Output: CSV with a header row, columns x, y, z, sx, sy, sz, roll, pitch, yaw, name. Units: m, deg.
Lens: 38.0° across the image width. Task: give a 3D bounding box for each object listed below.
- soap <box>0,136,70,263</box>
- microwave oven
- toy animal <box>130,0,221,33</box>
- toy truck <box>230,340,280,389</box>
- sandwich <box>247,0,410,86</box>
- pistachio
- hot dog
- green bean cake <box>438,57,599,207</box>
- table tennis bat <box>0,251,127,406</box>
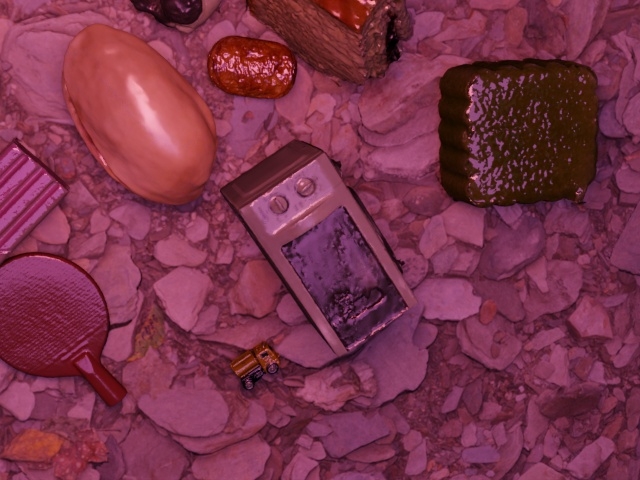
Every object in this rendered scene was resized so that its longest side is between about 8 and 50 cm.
x,y,z,sx,sy,sz,roll,pitch,yaw,name
-0.509,-0.050,1.470,0.203,0.065,0.122,-45,110,0,soap
0.000,0.000,1.524,0.181,0.237,0.295,-35,108,-4,microwave oven
-0.186,-0.428,1.443,0.121,0.094,0.225,36,84,-30,toy animal
-0.113,0.219,1.652,0.083,0.049,0.054,-34,109,-3,toy truck
0.008,-0.364,1.408,0.262,0.325,0.131,38,82,14,sandwich
-0.278,-0.188,1.433,0.187,0.187,0.299,-42,102,-1,pistachio
-0.112,-0.281,1.514,0.147,0.065,0.099,5,103,-4,hot dog
0.339,-0.187,1.606,0.250,0.156,0.246,-7,104,-13,green bean cake
-0.436,0.157,1.558,0.200,0.038,0.310,-37,109,-3,table tennis bat
